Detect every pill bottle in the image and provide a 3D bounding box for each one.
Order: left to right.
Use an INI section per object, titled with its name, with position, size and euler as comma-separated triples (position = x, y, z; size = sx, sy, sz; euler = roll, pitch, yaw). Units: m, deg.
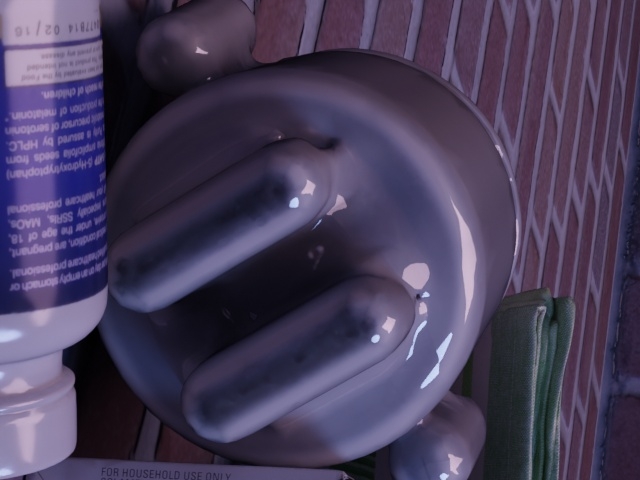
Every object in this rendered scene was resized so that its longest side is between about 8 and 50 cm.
[pill bottle]
position = -0.137, -0.009, 0.717
size = 0.112, 0.112, 0.187
euler = -33, 124, -70

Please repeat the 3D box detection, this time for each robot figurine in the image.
[robot figurine]
position = 0.000, 0.000, 1.012
size = 0.300, 0.199, 0.353
euler = 63, 15, -2

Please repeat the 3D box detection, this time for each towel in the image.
[towel]
position = 0.066, 0.173, 1.238
size = 0.325, 0.038, 0.248
euler = 157, -58, -63

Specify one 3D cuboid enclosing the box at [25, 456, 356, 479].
[box]
position = -0.033, 0.185, 1.017
size = 0.290, 0.169, 0.087
euler = 45, 48, -67
